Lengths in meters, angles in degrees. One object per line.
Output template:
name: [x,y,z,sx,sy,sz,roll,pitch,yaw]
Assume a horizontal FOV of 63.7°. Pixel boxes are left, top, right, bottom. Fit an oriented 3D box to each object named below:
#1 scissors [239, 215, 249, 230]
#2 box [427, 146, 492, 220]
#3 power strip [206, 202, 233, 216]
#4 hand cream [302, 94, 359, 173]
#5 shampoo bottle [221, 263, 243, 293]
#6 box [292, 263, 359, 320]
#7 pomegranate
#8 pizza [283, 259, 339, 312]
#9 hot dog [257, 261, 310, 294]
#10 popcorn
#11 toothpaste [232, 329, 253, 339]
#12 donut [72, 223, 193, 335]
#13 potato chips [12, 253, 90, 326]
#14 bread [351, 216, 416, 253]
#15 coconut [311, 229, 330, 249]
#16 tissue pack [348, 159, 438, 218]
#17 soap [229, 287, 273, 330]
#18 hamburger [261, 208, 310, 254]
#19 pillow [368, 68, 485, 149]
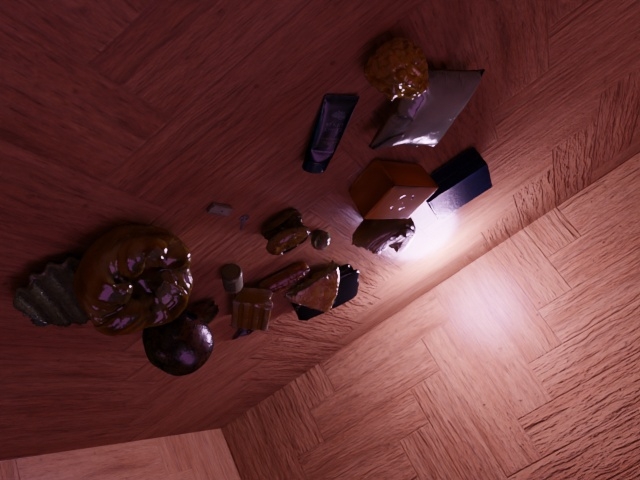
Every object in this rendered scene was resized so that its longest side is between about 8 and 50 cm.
scissors: [-0.267,-0.058,1.770,0.036,0.006,0.083,-12,150,-30]
box: [0.579,-0.236,2.215,0.279,0.116,0.261,-35,156,9]
power strip: [-0.318,-0.097,1.631,0.040,0.016,0.090,-42,152,25]
hand cream: [0.020,-0.321,1.548,0.120,0.061,0.270,-7,139,-31]
shampoo bottle: [-0.342,0.159,2.008,0.079,0.079,0.162,-22,154,-17]
box: [0.023,0.261,2.581,0.359,0.091,0.350,-26,154,-8]
pomegranate: [-0.523,0.359,2.029,0.340,0.285,0.285,-51,171,-39]
pizza: [-0.041,0.218,2.343,0.288,0.075,0.279,-2,120,-34]
hot dog: [-0.160,0.176,2.241,0.250,0.076,0.104,-28,156,-9]
popcorn: [0.206,-0.450,1.381,0.180,0.180,0.170,7,114,-52]
toothpaste: [-0.354,0.430,2.544,0.096,0.061,0.266,-12,156,-36]
donut: [-0.541,0.122,1.534,0.360,0.170,0.360,-32,140,-31]
potato chips: [-0.736,0.164,1.609,0.359,0.070,0.429,-21,154,-17]
bread: [0.282,-0.052,2.177,0.314,0.171,0.192,-8,145,-41]
coconut: [0.000,0.000,2.076,0.083,0.082,0.081,-42,157,21]
tissue pack: [0.271,-0.190,1.944,0.275,0.145,0.194,-2,141,-44]
soap: [-0.304,0.304,2.248,0.174,0.089,0.274,7,148,-8]
hamburger: [-0.118,-0.024,1.869,0.186,0.113,0.177,-8,146,-38]
pillow: [0.332,-0.412,1.621,0.310,0.119,0.312,-7,145,-33]
